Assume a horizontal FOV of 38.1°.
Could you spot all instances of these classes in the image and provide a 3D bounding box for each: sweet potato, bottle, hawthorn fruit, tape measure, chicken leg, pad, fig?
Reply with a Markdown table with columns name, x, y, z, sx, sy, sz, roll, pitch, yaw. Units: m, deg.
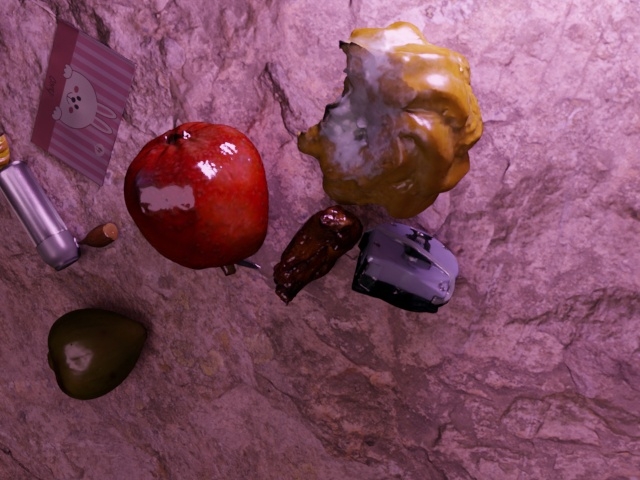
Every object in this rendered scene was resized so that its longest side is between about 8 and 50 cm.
| name | x | y | z | sx | sy | sz | roll | pitch | yaw |
| --- | --- | --- | --- | --- | --- | --- | --- | --- | --- |
| sweet potato | -0.488 | -0.007 | 2.013 | 0.117 | 0.049 | 0.049 | -15 | 104 | 35 |
| bottle | -0.614 | -0.055 | 2.034 | 0.079 | 0.096 | 0.253 | -32 | 89 | 34 |
| hawthorn fruit | -0.214 | -0.067 | 1.731 | 0.265 | 0.265 | 0.307 | -10 | 117 | 30 |
| tape measure | 0.151 | 0.044 | 1.629 | 0.182 | 0.181 | 0.107 | 20 | 120 | -9 |
| chicken leg | 0.000 | 0.000 | 1.659 | 0.096 | 0.158 | 0.407 | 48 | 156 | 4 |
| pad | -0.497 | -0.281 | 1.924 | 0.202 | 0.005 | 0.299 | 32 | 122 | 12 |
| fig | -0.490 | 0.242 | 2.054 | 0.225 | 0.203 | 0.202 | -19 | 105 | -9 |

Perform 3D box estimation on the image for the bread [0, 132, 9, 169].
| name | x | y | z | sx | sy | sz | roll | pitch | yaw |
| --- | --- | --- | --- | --- | --- | --- | --- | --- | --- |
| bread | -0.748 | -0.170 | 2.061 | 0.157 | 0.083 | 0.094 | -12 | 117 | 29 |

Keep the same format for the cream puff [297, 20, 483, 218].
| name | x | y | z | sx | sy | sz | roll | pitch | yaw |
| --- | --- | --- | --- | --- | --- | --- | --- | --- | --- |
| cream puff | 0.145 | -0.188 | 1.479 | 0.274 | 0.270 | 0.323 | 52 | 134 | 20 |

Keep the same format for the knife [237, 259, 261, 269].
| name | x | y | z | sx | sy | sz | roll | pitch | yaw |
| --- | --- | --- | --- | --- | --- | --- | --- | --- | --- |
| knife | -0.198 | 0.033 | 1.905 | 0.170 | 0.010 | 0.023 | 17 | 123 | 18 |
